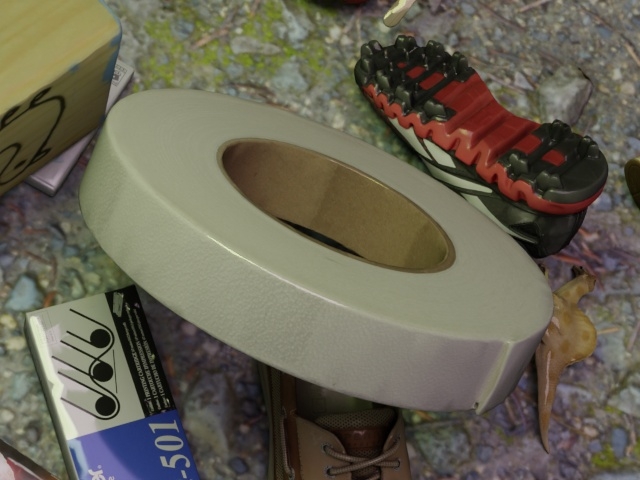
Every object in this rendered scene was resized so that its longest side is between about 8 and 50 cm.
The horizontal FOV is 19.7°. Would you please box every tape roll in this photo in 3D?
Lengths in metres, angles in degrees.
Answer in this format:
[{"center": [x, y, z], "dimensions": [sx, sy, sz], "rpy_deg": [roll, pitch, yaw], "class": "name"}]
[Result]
[{"center": [0.000, 0.000, 1.468], "dimensions": [0.392, 0.072, 0.392], "rpy_deg": [22, 20, -8], "class": "tape roll"}]

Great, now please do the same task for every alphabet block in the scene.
[{"center": [-0.302, -0.148, 1.505], "dimensions": [0.197, 0.192, 0.193], "rpy_deg": [-39, 79, -23], "class": "alphabet block"}]

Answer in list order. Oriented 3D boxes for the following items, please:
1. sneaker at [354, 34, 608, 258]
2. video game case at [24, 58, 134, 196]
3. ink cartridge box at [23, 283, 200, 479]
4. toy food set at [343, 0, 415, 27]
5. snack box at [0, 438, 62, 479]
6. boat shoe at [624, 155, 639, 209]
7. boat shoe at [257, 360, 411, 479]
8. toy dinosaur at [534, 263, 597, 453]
[{"center": [0.132, -0.079, 1.654], "dimensions": [0.097, 0.135, 0.276], "rpy_deg": [-35, 56, -31], "class": "sneaker"}, {"center": [-0.266, -0.134, 1.621], "dimensions": [0.157, 0.019, 0.143], "rpy_deg": [30, 65, -1], "class": "video game case"}, {"center": [-0.168, 0.147, 1.515], "dimensions": [0.097, 0.046, 0.207], "rpy_deg": [-14, 73, -17], "class": "ink cartridge box"}, {"center": [0.012, -0.287, 1.733], "dimensions": [0.218, 0.071, 0.128], "rpy_deg": [30, 88, 2], "class": "toy food set"}, {"center": [-0.295, 0.175, 1.485], "dimensions": [0.178, 0.022, 0.064], "rpy_deg": [34, 66, 1], "class": "snack box"}, {"center": [0.337, -0.029, 1.713], "dimensions": [0.045, 0.050, 0.135], "rpy_deg": [-39, 91, -28], "class": "boat shoe"}, {"center": [0.016, 0.176, 1.509], "dimensions": [0.123, 0.116, 0.324], "rpy_deg": [-9, 71, -17], "class": "boat shoe"}, {"center": [0.199, 0.086, 1.627], "dimensions": [0.092, 0.053, 0.183], "rpy_deg": [22, 65, -6], "class": "toy dinosaur"}]
